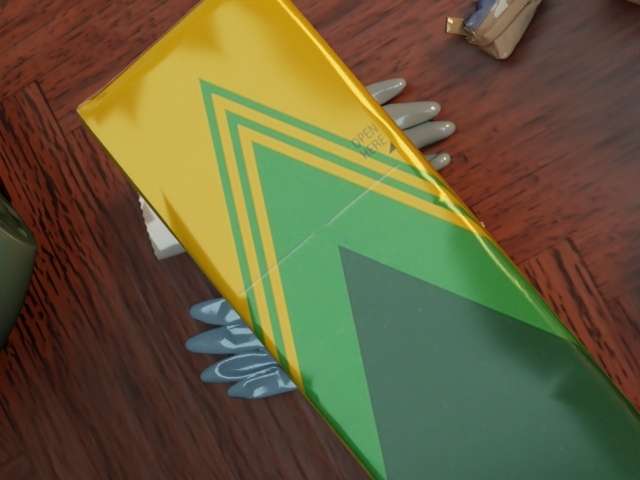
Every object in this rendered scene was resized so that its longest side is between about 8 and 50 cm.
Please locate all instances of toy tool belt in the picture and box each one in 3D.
[{"bbox_3d":[0.123,-0.166,0.772,0.051,0.052,0.083,30,98,4],"label":"toy tool belt"}]

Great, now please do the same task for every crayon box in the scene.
[{"bbox_3d":[0.051,0.037,0.615,0.106,0.363,0.313,-39,88,3],"label":"crayon box"}]

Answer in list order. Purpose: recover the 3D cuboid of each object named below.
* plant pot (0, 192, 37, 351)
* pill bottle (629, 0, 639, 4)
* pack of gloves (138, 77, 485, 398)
[{"bbox_3d":[-0.344,0.021,0.797,0.235,0.293,0.293,-45,80,-4],"label":"plant pot"},{"bbox_3d":[0.318,-0.163,0.656,0.301,0.169,0.169,19,97,14],"label":"pill bottle"},{"bbox_3d":[0.000,0.000,0.824,0.232,0.046,0.195,-15,88,5],"label":"pack of gloves"}]
